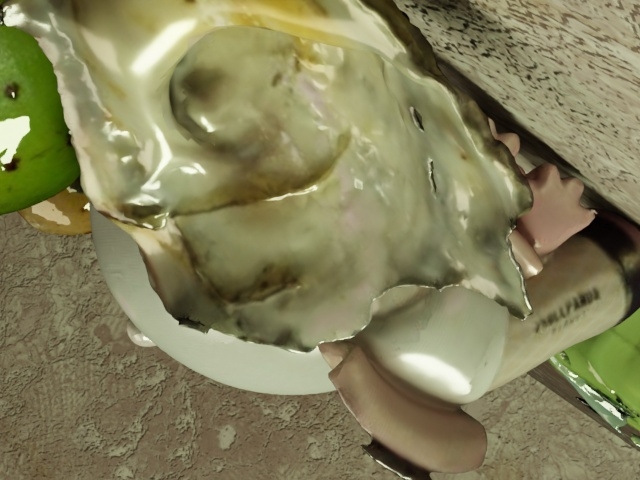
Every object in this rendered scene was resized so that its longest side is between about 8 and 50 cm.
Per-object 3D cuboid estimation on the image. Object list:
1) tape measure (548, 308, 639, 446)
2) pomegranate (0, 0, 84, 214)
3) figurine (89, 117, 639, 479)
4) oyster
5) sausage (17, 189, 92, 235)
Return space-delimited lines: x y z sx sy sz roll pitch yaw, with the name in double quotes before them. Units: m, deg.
"tape measure" 0.219 0.088 1.217 0.177 0.087 0.154 38 178 -2
"pomegranate" -0.242 -0.172 1.177 0.260 0.260 0.340 34 148 44
"figurine" -0.006 -0.006 1.057 0.253 0.211 0.361 46 168 -28
"oyster" -0.031 -0.069 0.817 0.275 0.271 0.100 7 -155 11
"sausage" -0.289 -0.211 1.420 0.123 0.136 0.501 -21 -114 -43
